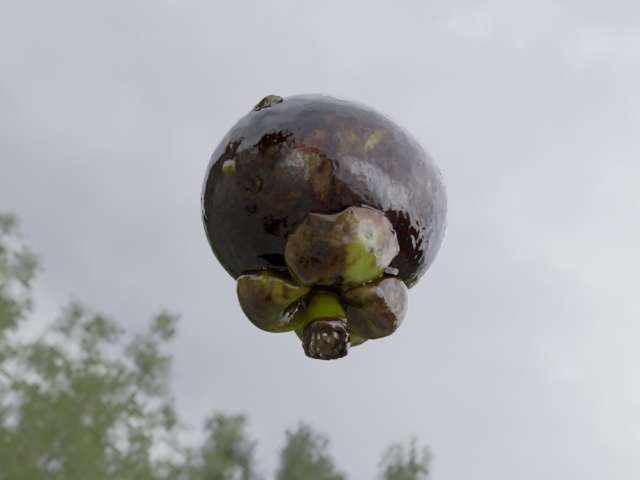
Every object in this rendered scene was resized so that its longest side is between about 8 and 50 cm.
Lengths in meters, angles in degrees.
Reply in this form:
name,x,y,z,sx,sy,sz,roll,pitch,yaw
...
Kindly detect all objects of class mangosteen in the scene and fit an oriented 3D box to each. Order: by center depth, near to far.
name,x,y,z,sx,sy,sz,roll,pitch,yaw
mangosteen,0.000,0.000,1.289,0.192,0.217,0.192,6,-34,4
